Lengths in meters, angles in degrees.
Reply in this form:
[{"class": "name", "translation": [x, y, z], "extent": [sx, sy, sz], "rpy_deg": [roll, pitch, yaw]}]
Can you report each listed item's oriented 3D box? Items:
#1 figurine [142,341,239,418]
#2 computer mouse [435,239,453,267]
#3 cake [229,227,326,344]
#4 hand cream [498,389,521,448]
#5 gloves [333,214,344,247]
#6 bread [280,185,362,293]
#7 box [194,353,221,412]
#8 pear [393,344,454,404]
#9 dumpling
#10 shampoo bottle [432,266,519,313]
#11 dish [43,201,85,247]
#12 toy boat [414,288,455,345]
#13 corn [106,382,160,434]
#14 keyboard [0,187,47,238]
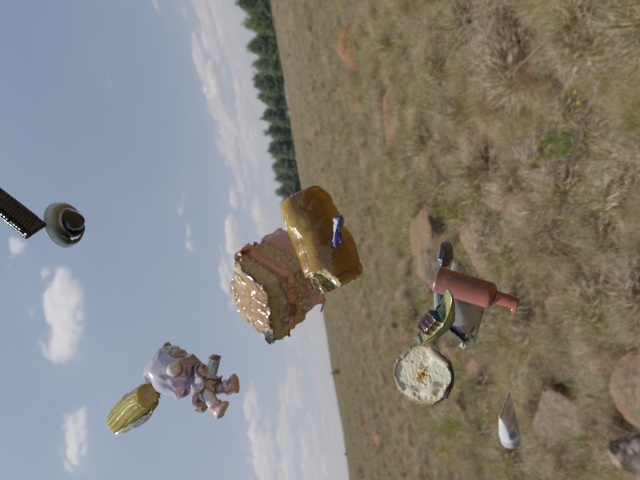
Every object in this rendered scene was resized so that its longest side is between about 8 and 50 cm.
[{"class": "figurine", "translation": [-0.357, 0.381, 1.357], "extent": [0.133, 0.276, 0.200], "rpy_deg": [-66, -18, -8]}, {"class": "computer mouse", "translation": [0.516, 0.058, 2.045], "extent": [0.192, 0.062, 0.105], "rpy_deg": [-40, -40, -69]}, {"class": "cake", "translation": [-0.168, 0.156, 1.886], "extent": [0.293, 0.307, 0.314], "rpy_deg": [32, 139, 29]}, {"class": "hand cream", "translation": [0.748, 0.730, 1.984], "extent": [0.133, 0.083, 0.247], "rpy_deg": [-47, -50, -41]}, {"class": "gloves", "translation": [0.047, -0.024, 1.269], "extent": [0.064, 0.026, 0.086], "rpy_deg": [-21, -64, -75]}, {"class": "bread", "translation": [0.002, -0.003, 1.625], "extent": [0.344, 0.195, 0.149], "rpy_deg": [64, -175, 14]}, {"class": "box", "translation": [-0.403, 0.511, 1.773], "extent": [0.050, 0.041, 0.207], "rpy_deg": [-16, -58, -77]}, {"class": "pear", "translation": [0.461, 0.559, 2.098], "extent": [0.178, 0.267, 0.266], "rpy_deg": [8, -113, -55]}, {"class": "dumpling", "translation": [0.441, 0.215, 1.652], "extent": [0.204, 0.163, 0.292], "rpy_deg": [179, 86, -71]}, {"class": "shampoo bottle", "translation": [0.455, 0.150, 1.453], "extent": [0.085, 0.244, 0.085], "rpy_deg": [-53, -27, -42]}, {"class": "dish", "translation": [-0.740, -0.054, 1.475], "extent": [0.141, 0.078, 0.141], "rpy_deg": [-12, -90, -74]}, {"class": "toy boat", "translation": [0.292, 0.198, 1.250], "extent": [0.172, 0.066, 0.065], "rpy_deg": [-60, 23, 28]}, {"class": "corn", "translation": [-0.731, 0.657, 1.939], "extent": [0.122, 0.305, 0.123], "rpy_deg": [44, -149, -10]}, {"class": "keyboard", "translation": [-0.872, -0.099, 1.366], "extent": [0.023, 0.231, 0.072], "rpy_deg": [-48, 3, 47]}]
